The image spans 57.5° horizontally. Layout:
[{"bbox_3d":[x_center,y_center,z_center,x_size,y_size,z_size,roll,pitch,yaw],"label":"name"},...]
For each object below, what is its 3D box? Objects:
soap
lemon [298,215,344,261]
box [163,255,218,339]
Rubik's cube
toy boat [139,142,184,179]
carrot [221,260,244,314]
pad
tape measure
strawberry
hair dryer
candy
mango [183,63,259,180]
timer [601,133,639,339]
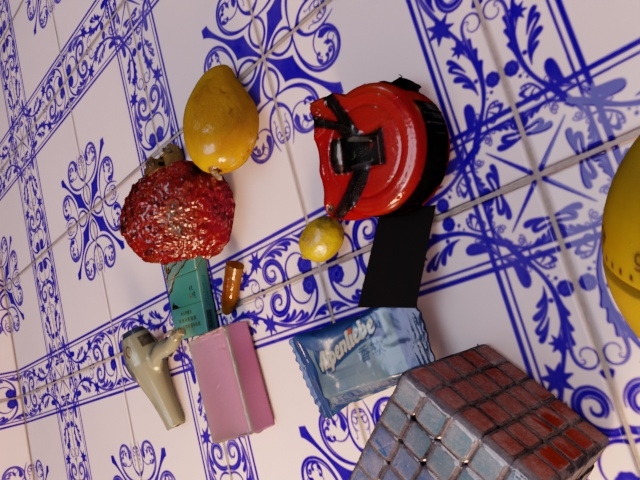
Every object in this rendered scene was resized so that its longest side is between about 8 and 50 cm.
[{"bbox_3d":[-0.216,0.341,1.398,0.181,0.081,0.259,-31,72,43],"label":"soap"},{"bbox_3d":[0.000,0.000,1.160,0.110,0.082,0.082,-51,58,30],"label":"lemon"},{"bbox_3d":[-0.348,0.141,1.544,0.162,0.041,0.229,-19,79,44],"label":"box"},{"bbox_3d":[0.224,0.325,0.848,0.237,0.238,0.237,38,118,39],"label":"Rubik's cube"},{"bbox_3d":[-0.444,-0.198,1.598,0.206,0.072,0.064,-34,67,40],"label":"toy boat"},{"bbox_3d":[-0.215,0.120,1.411,0.048,0.048,0.139,27,114,41],"label":"carrot"},{"bbox_3d":[0.134,0.029,1.026,0.127,0.004,0.190,-5,62,45],"label":"pad"},{"bbox_3d":[0.099,-0.163,1.028,0.260,0.114,0.253,-11,85,45],"label":"tape measure"},{"bbox_3d":[-0.332,-0.084,1.367,0.274,0.274,0.220,49,149,31],"label":"strawberry"},{"bbox_3d":[-0.420,0.376,1.584,0.298,0.119,0.295,-10,97,46],"label":"hair dryer"},{"bbox_3d":[0.072,0.220,1.077,0.331,0.077,0.187,-32,75,38],"label":"candy"},{"bbox_3d":[-0.227,-0.274,1.322,0.177,0.119,0.316,-16,62,12],"label":"mango"},{"bbox_3d":[0.461,0.032,0.551,0.376,0.376,0.386,-5,112,45],"label":"timer"}]
